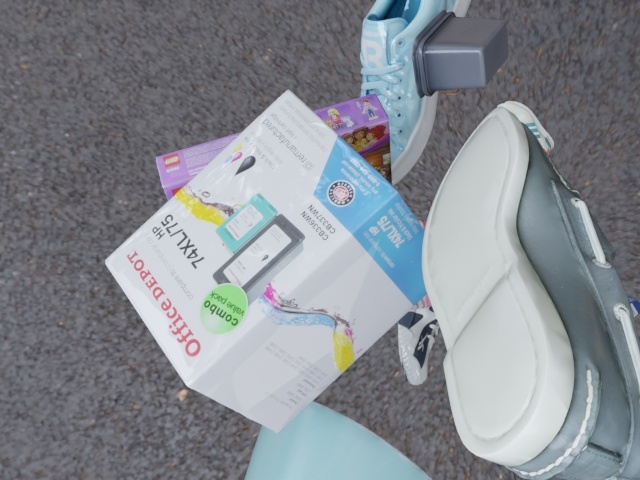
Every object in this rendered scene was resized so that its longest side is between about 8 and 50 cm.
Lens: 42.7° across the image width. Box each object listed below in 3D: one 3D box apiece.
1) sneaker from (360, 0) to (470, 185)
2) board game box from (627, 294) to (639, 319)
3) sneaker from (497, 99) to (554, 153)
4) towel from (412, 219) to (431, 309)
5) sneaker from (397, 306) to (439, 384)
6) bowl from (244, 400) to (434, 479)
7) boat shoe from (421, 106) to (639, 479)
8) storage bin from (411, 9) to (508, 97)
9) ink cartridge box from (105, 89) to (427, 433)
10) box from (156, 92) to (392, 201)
[{"bbox_3d":[0.098,-0.261,1.207,0.135,0.150,0.366,18,92,44],"label":"sneaker"},{"bbox_3d":[0.438,0.135,1.466,0.194,0.194,0.060,-41,115,-4],"label":"board game box"},{"bbox_3d":[0.415,-0.216,1.679,0.161,0.057,0.075,42,62,-24],"label":"sneaker"},{"bbox_3d":[0.106,0.043,1.246,0.029,0.197,0.144,-2,93,45],"label":"towel"},{"bbox_3d":[0.207,0.127,1.402,0.153,0.094,0.235,-4,60,5],"label":"sneaker"},{"bbox_3d":[0.015,0.362,1.063,0.311,0.311,0.163,32,63,11],"label":"bowl"},{"bbox_3d":[0.140,0.024,0.543,0.099,0.319,0.116,25,125,-14],"label":"boat shoe"},{"bbox_3d":[0.191,-0.242,1.087,0.091,0.135,0.098,8,127,29],"label":"storage bin"},{"bbox_3d":[-0.042,0.028,0.881,0.270,0.197,0.198,-43,55,0],"label":"ink cartridge box"},{"bbox_3d":[-0.050,-0.068,1.090,0.293,0.201,0.057,-17,54,-5],"label":"box"}]
